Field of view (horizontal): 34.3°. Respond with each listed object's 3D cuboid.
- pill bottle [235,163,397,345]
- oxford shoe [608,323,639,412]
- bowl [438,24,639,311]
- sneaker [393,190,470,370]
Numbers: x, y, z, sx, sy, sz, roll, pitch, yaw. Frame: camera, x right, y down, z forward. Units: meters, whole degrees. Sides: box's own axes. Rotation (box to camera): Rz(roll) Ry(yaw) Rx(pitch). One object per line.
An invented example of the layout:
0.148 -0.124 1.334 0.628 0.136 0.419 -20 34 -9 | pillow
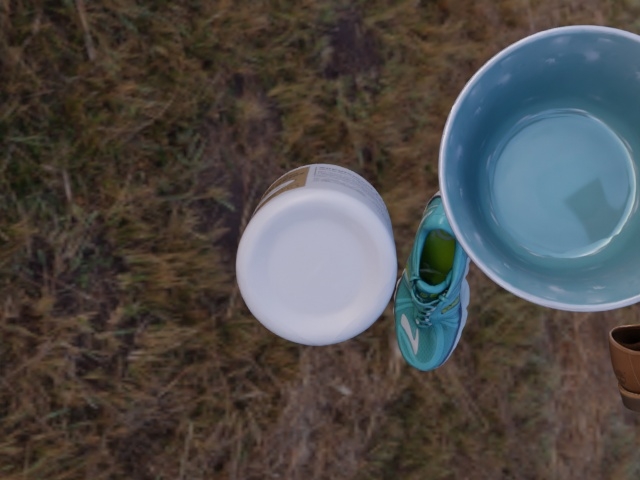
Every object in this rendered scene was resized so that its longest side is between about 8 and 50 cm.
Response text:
0.000 0.000 0.932 0.229 0.131 0.131 -81 158 -78 | pill bottle
0.314 0.092 0.805 0.076 0.212 0.076 -36 107 -39 | oxford shoe
0.289 -0.073 1.189 0.163 0.311 0.312 40 47 -83 | bowl
0.145 0.062 1.392 0.110 0.107 0.275 -51 152 -57 | sneaker
